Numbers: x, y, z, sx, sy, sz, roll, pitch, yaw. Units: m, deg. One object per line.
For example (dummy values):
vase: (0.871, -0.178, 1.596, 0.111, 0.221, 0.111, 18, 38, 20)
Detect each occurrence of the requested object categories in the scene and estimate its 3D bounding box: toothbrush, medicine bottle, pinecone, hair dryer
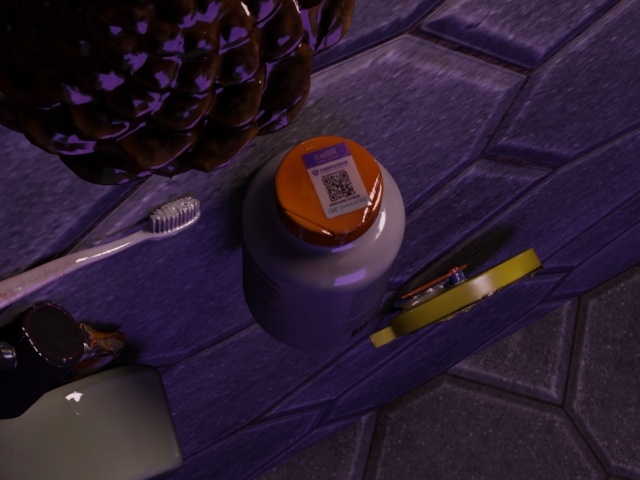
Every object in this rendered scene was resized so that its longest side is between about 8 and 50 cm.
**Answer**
toothbrush: (-0.240, 0.027, 1.044, 0.307, 0.025, 0.029, -25, 154, -24)
medicine bottle: (0.000, 0.000, 1.171, 0.157, 0.157, 0.288, -28, 163, -13)
pinecone: (-0.085, -0.132, 0.570, 0.208, 0.208, 0.208, -29, 164, -9)
hair dryer: (-0.339, 0.120, 1.072, 0.114, 0.070, 0.248, -41, 158, 28)

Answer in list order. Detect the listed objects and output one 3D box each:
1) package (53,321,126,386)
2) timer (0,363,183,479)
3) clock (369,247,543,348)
package: (-0.275, 0.132, 1.277, 0.121, 0.031, 0.108, -33, 164, 3)
timer: (-0.258, 0.341, 1.367, 0.291, 0.315, 0.291, -27, 169, -6)
clock: (0.236, 0.081, 2.006, 0.293, 0.071, 0.277, -28, 176, 27)
